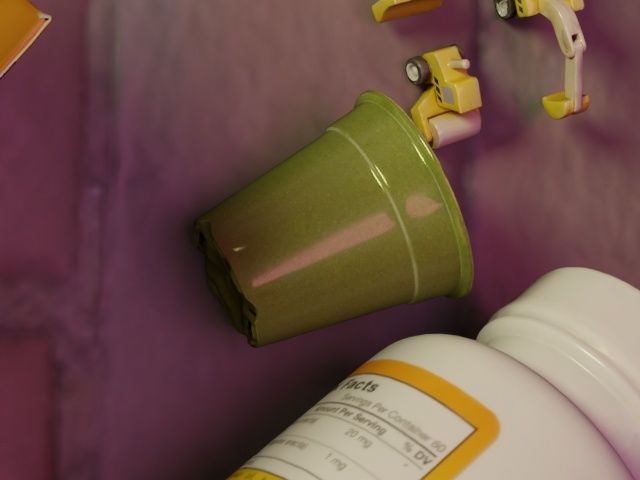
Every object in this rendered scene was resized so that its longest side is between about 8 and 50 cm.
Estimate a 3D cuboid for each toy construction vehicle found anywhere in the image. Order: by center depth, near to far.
[{"bbox_3d":[0.064,-0.090,0.604,0.086,0.035,0.098,-16,99,-29],"label":"toy construction vehicle"}]

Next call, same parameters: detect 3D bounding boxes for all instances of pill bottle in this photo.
[{"bbox_3d":[0.030,0.119,0.530,0.246,0.136,0.136,-38,109,-24],"label":"pill bottle"}]

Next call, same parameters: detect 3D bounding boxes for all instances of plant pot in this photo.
[{"bbox_3d":[0.000,0.000,0.551,0.079,0.083,0.083,-26,104,-15],"label":"plant pot"}]

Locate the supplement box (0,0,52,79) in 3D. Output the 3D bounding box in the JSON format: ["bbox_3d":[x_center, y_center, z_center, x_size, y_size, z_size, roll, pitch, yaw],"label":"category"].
[{"bbox_3d":[-0.216,-0.049,0.388,0.194,0.129,0.191,44,70,-23],"label":"supplement box"}]
